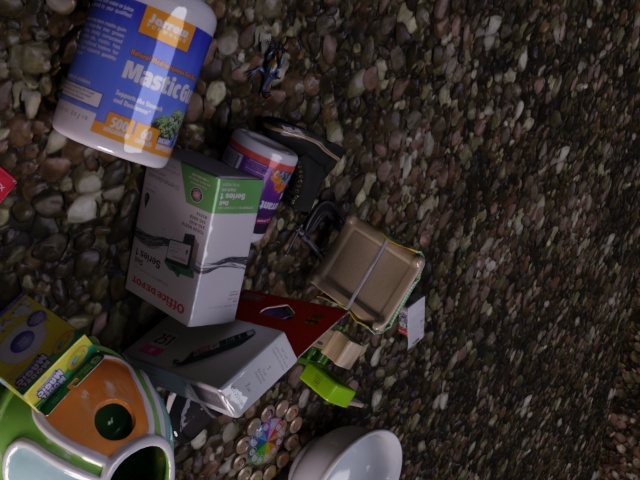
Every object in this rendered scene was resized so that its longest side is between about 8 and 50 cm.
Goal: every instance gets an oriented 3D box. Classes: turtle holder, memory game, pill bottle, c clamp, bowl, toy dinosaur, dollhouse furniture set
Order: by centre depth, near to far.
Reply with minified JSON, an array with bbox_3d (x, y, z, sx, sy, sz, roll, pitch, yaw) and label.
[{"bbox_3d":[-0.219,-0.240,1.073,0.152,0.152,0.272,14,99,-52],"label":"pill bottle"},{"bbox_3d":[-0.321,0.310,1.179,0.243,0.227,0.321,7,103,-52],"label":"turtle holder"},{"bbox_3d":[-0.119,-0.063,1.315,0.108,0.108,0.194,9,111,-52],"label":"pill bottle"},{"bbox_3d":[-0.070,-0.262,1.336,0.090,0.047,0.082,-37,154,-47],"label":"toy dinosaur"},{"bbox_3d":[0.074,0.129,1.556,0.151,0.197,0.302,28,95,-51],"label":"dollhouse furniture set"},{"bbox_3d":[0.000,0.000,1.577,0.160,0.022,0.137,42,71,-50],"label":"c clamp"},{"bbox_3d":[-0.100,0.392,1.668,0.186,0.012,0.186,-26,127,-40],"label":"memory game"},{"bbox_3d":[0.027,0.496,1.777,0.297,0.134,0.298,-27,129,-39],"label":"bowl"}]

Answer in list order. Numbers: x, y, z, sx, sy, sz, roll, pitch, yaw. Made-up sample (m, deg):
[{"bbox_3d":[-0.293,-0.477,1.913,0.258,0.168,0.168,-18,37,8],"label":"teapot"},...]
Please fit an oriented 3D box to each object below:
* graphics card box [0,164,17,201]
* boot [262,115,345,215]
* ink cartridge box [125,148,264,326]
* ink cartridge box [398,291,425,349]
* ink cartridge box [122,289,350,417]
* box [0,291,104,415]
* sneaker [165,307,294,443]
[{"bbox_3d":[-0.520,0.004,0.888,0.371,0.094,0.233,-54,142,-14],"label":"graphics card box"},{"bbox_3d":[-0.044,-0.117,1.420,0.197,0.076,0.137,18,100,-52],"label":"boot"},{"bbox_3d":[-0.184,-0.005,1.233,0.092,0.160,0.220,-3,110,-49],"label":"ink cartridge box"},{"bbox_3d":[0.201,0.178,1.904,0.062,0.029,0.115,-31,132,-38],"label":"ink cartridge box"},{"bbox_3d":[-0.129,0.138,1.281,0.239,0.275,0.060,-41,119,-30],"label":"ink cartridge box"},{"bbox_3d":[-0.359,0.142,1.084,0.105,0.179,0.043,-48,140,-23],"label":"box"},{"bbox_3d":[-0.142,0.225,1.436,0.283,0.124,0.107,-54,141,-15],"label":"sneaker"}]
